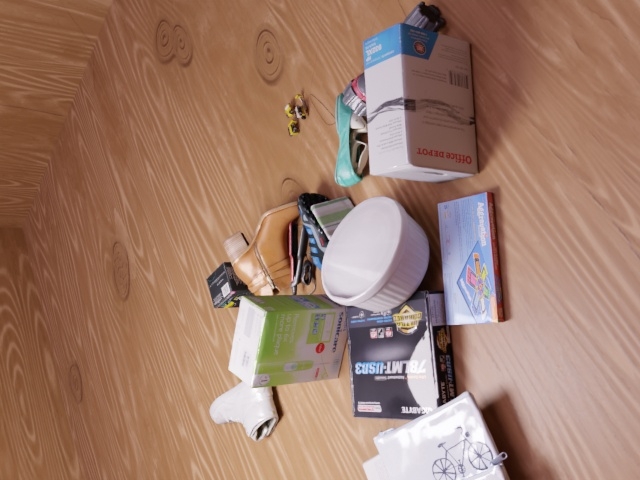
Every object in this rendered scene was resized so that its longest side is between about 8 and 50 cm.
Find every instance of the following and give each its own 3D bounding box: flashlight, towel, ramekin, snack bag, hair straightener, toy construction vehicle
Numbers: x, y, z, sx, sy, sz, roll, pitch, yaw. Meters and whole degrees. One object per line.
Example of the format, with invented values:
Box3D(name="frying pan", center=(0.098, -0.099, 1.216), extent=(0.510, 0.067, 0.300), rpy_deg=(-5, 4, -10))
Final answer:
Box3D(name="flashlight", center=(0.172, -0.433, 1.760), extent=(0.304, 0.103, 0.103), rpy_deg=(-48, 52, 39))
Box3D(name="towel", center=(0.053, -0.044, 1.883), extent=(0.152, 0.113, 0.023), rpy_deg=(61, 156, 31))
Box3D(name="ramekin", center=(0.135, 0.043, 1.703), extent=(0.273, 0.127, 0.272), rpy_deg=(-35, 39, 35))
Box3D(name="snack bag", center=(0.271, 0.524, 1.539), extent=(0.323, 0.037, 0.342), rpy_deg=(-39, 60, 39))
Box3D(name="hair straightener", center=(-0.048, 0.063, 2.023), extent=(0.089, 0.047, 0.230), rpy_deg=(7, 96, 27))
Box3D(name="toy construction vehicle", center=(-0.069, -0.365, 2.112), extent=(0.086, 0.035, 0.098), rpy_deg=(-48, 50, 52))

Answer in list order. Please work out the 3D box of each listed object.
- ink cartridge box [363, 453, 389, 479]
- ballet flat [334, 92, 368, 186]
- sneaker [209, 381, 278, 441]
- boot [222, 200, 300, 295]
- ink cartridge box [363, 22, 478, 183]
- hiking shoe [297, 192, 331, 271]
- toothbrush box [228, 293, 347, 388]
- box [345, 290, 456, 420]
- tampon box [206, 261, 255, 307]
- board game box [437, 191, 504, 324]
Box3D(name="ink cartridge box", center=(0.246, 0.596, 1.640), extent=(0.261, 0.066, 0.296), rpy_deg=(-43, 57, 36))
Box3D(name="ballet flat", center=(0.087, -0.263, 1.887), extent=(0.087, 0.083, 0.247), rpy_deg=(0, 88, 27))
Box3D(name="sneaker", center=(-0.235, 0.539, 2.200), extent=(0.292, 0.108, 0.169), rpy_deg=(-43, 53, 39))
Box3D(name="boot", center=(-0.120, 0.031, 2.081), extent=(0.284, 0.109, 0.220), rpy_deg=(-33, 84, 3))
Box3D(name="ink cartridge box", center=(0.221, -0.291, 1.596), extent=(0.129, 0.223, 0.307), rpy_deg=(-10, 80, 51))
Box3D(name="hiking shoe", center=(0.000, 0.000, 1.939), extent=(0.132, 0.113, 0.304), rpy_deg=(-61, 41, 38))
Box3D(name="toothbrush box", center=(-0.075, 0.255, 1.880), extent=(0.122, 0.283, 0.206), rpy_deg=(25, 107, 48))
Box3D(name="box", center=(0.185, 0.277, 1.732), extent=(0.296, 0.073, 0.293), rpy_deg=(-13, 77, 50))
Box3D(name="tampon box", center=(-0.237, 0.134, 2.182), extent=(0.120, 0.161, 0.101), rpy_deg=(-42, 57, 43))
Box3D(name="board game box", center=(0.329, 0.044, 1.600), extent=(0.145, 0.027, 0.281), rpy_deg=(-12, 79, 51))
